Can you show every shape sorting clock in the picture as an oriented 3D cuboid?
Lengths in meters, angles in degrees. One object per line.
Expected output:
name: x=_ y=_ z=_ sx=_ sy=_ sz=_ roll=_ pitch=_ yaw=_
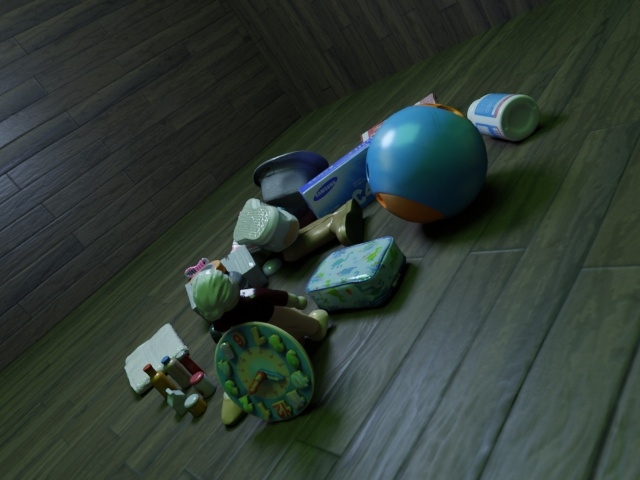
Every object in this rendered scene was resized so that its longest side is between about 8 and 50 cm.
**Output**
shape sorting clock: x=-0.109 y=0.249 z=0.917 sx=0.206 sy=0.206 sz=0.040 roll=-26 pitch=10 yaw=24

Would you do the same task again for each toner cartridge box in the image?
toner cartridge box: x=0.117 y=-0.198 z=1.609 sx=0.348 sy=0.165 sz=0.075 roll=-37 pitch=21 yaw=-3

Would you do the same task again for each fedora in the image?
fedora: x=-0.102 y=-0.191 z=1.688 sx=0.276 sy=0.244 sz=0.124 roll=-15 pitch=69 yaw=26

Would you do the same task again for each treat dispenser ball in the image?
treat dispenser ball: x=0.255 y=-0.185 z=1.188 sx=0.288 sy=0.288 sz=0.288 roll=-30 pitch=21 yaw=13

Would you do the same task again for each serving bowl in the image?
serving bowl: x=-0.167 y=0.085 z=1.618 sx=0.083 sy=0.027 sz=0.083 roll=-30 pitch=21 yaw=12

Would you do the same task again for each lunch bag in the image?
lunch bag: x=0.086 y=0.079 z=1.150 sx=0.219 sy=0.090 sz=0.176 roll=-17 pitch=28 yaw=40

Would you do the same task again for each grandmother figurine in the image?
grandmother figurine: x=-0.131 y=0.145 z=0.996 sx=0.208 sy=0.342 sz=0.104 roll=-34 pitch=52 yaw=15

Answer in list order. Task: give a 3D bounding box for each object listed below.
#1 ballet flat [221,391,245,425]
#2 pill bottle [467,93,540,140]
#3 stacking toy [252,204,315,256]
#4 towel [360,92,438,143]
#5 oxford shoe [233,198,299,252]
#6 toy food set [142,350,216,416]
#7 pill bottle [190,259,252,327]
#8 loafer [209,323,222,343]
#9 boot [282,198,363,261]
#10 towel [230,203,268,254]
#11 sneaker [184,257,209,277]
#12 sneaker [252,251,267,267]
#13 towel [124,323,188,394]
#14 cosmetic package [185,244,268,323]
ballet flat: x=-0.164 y=0.295 z=1.085 sx=0.080 sy=0.073 sz=0.232 roll=-17 pitch=27 yaw=41
pill bottle: x=0.515 y=-0.360 z=1.407 sx=0.124 sy=0.124 sz=0.221 roll=-34 pitch=21 yaw=2
stacking toy: x=-0.189 y=-0.055 z=1.814 sx=0.309 sy=0.130 sz=0.279 roll=-24 pitch=23 yaw=27
towel: x=0.303 y=-0.407 z=1.845 sx=0.329 sy=0.037 sz=0.237 roll=-26 pitch=44 yaw=24
oxford shoe: x=-0.188 y=-0.045 z=1.614 sx=0.449 sy=0.130 sz=0.169 roll=15 pitch=86 yaw=66
toy food set: x=-0.350 y=0.347 z=1.211 sx=0.111 sy=0.104 sz=0.232 roll=-45 pitch=23 yaw=-25
pill bottle: x=-0.209 y=0.165 z=1.192 sx=0.130 sy=0.245 sz=0.130 roll=-30 pitch=21 yaw=13
loafer: x=-0.253 y=0.216 z=1.409 sx=0.078 sy=0.076 sz=0.223 roll=-16 pitch=23 yaw=10
boot: x=0.000 y=0.000 z=1.482 sx=0.270 sy=0.089 sz=0.236 roll=-29 pitch=18 yaw=23
towel: x=-0.263 y=-0.037 z=1.799 sx=0.144 sy=0.029 sz=0.197 roll=-14 pitch=54 yaw=32
sneaker: x=-0.524 y=0.119 z=2.084 sx=0.119 sy=0.047 sz=0.057 roll=-33 pitch=4 yaw=-4
sneaker: x=-0.275 y=0.095 z=1.704 sx=0.188 sy=0.066 sz=0.071 roll=-25 pitch=20 yaw=24
towel: x=-0.518 y=0.360 z=1.525 sx=0.187 sy=0.049 sz=0.282 roll=-42 pitch=22 yaw=-17
cosmetic package: x=-0.301 y=0.139 z=1.559 sx=0.238 sy=0.107 sz=0.127 roll=-34 pitch=43 yaw=-3
